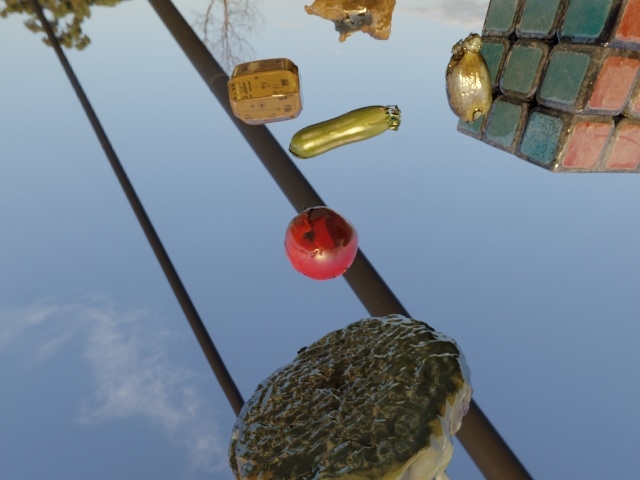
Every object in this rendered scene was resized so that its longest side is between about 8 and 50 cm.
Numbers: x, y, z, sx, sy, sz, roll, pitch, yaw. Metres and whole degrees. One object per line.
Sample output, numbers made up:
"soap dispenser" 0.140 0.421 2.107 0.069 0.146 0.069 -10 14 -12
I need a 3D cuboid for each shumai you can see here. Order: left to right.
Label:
"shumai" 0.068 0.275 0.517 0.309 0.263 0.304 -22 -165 -5

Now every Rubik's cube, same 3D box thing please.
"Rubik's cube" 0.495 -0.310 0.786 0.303 0.305 0.301 -1 -153 -20

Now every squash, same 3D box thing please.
"squash" 0.036 -0.172 0.650 0.183 0.052 0.052 -17 -145 9

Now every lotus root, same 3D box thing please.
"lotus root" 0.271 -0.293 0.760 0.088 0.165 0.088 -16 -141 13

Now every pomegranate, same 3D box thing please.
"pomegranate" 0.000 0.000 1.155 0.210 0.210 0.235 -7 -139 -11

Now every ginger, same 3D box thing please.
"ginger" 0.090 -0.702 1.226 0.270 0.219 0.123 2 -162 -8

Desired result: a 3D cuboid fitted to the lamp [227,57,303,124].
"lamp" -0.139 -0.389 1.086 0.185 0.161 0.161 -3 -144 5
